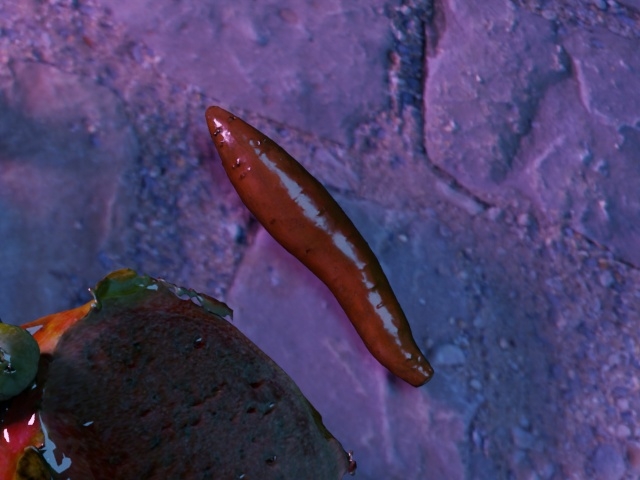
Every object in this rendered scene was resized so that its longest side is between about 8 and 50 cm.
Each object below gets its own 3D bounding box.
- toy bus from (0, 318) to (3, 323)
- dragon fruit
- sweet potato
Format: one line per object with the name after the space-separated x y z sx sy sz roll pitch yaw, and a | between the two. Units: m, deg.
-0.281 0.002 0.866 0.114 0.098 0.201 -16 70 -37 | toy bus
-0.100 0.148 0.849 0.295 0.130 0.268 38 47 -15 | dragon fruit
0.001 -0.001 1.070 0.264 0.057 0.057 48 49 2 | sweet potato
